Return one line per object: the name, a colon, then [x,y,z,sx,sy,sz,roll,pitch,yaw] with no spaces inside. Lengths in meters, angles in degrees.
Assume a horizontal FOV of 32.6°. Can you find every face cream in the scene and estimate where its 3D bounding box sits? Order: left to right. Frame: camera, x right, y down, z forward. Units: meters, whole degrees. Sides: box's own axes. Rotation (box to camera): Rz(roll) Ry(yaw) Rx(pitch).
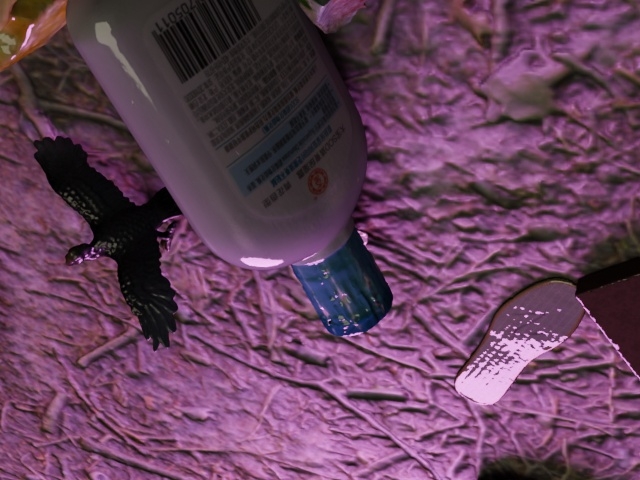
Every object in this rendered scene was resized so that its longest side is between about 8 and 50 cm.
face cream: [-0.039,-0.069,0.788,0.080,0.163,0.336,12,141,48]

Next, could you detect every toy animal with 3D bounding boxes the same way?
toy animal: [-0.169,-0.007,0.939,0.220,0.108,0.062,58,141,16]

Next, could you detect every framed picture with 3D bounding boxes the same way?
framed picture: [0.301,0.075,0.865,0.128,0.023,0.168,-24,118,37]

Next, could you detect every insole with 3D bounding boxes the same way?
insole: [0.169,0.091,0.949,0.064,0.004,0.188,28,135,-1]

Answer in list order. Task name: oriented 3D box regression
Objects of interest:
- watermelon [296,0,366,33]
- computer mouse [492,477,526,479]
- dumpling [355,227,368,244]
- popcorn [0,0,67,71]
watermelon: [0.022,-0.200,0.677,0.158,0.121,0.098,-26,95,34]
computer mouse: [0.233,0.318,1.084,0.217,0.073,0.122,34,135,-10]
dumpling: [0.000,-0.002,0.917,0.076,0.057,0.052,-34,76,12]
popcorn: [-0.261,-0.199,0.728,0.221,0.204,0.183,1,126,-7]
